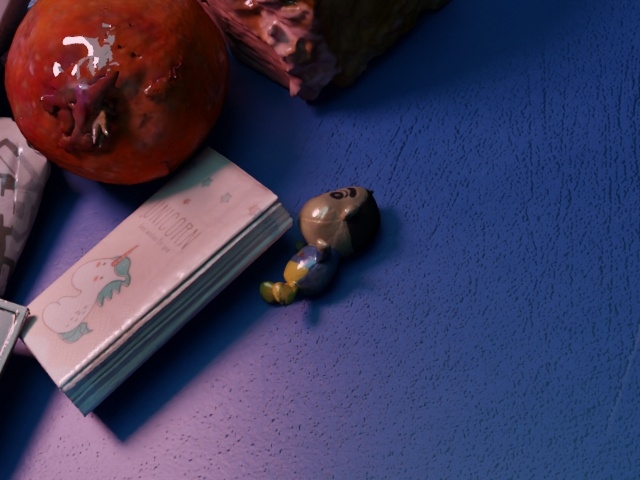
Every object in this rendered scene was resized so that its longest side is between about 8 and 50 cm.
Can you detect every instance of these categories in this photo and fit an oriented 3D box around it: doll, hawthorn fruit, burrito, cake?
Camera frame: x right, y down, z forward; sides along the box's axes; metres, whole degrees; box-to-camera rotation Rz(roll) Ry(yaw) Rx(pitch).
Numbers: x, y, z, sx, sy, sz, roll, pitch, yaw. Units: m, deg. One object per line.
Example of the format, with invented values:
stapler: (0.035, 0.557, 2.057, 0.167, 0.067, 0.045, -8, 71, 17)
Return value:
doll: (0.000, 0.000, 1.341, 0.179, 0.102, 0.089, -43, 105, -16)
hawthorn fruit: (-0.242, -0.181, 1.366, 0.276, 0.276, 0.307, -20, 24, 1)
burrito: (-0.452, 0.045, 1.406, 0.138, 0.101, 0.446, 12, 65, 21)
cake: (-0.041, -0.380, 1.423, 0.306, 0.314, 0.293, 39, 78, 25)

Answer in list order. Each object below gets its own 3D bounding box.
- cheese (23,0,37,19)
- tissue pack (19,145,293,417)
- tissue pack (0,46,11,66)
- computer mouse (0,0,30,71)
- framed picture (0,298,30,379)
cheese: (-0.444, -0.317, 1.624, 0.244, 0.052, 0.135, -32, 63, -6)
tissue pack: (-0.199, 0.040, 1.348, 0.325, 0.071, 0.170, -43, 41, -12)
tissue pack: (-0.344, -0.253, 1.535, 0.060, 0.109, 0.148, 33, 75, 24)
computer mouse: (-0.473, -0.246, 1.493, 0.121, 0.184, 0.297, 22, 97, -7)
framed picture: (-0.482, 0.122, 1.306, 0.259, 0.023, 0.189, 17, 73, 6)
